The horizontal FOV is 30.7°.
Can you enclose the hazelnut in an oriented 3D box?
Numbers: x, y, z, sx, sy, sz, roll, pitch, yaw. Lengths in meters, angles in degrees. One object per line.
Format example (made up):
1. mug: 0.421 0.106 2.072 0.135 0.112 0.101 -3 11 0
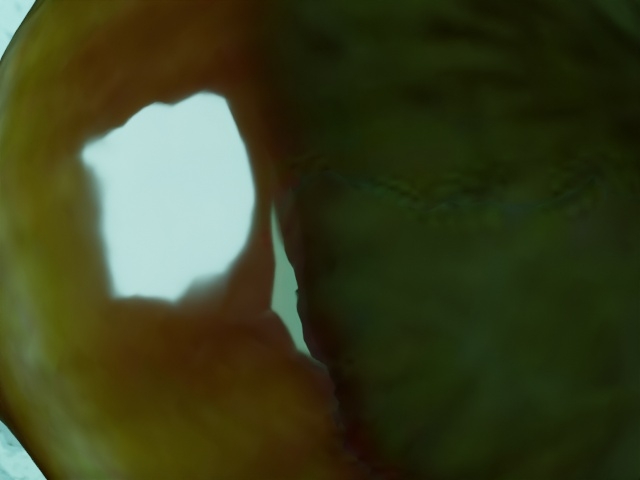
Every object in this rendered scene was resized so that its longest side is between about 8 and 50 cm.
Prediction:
1. hazelnut: 0.006 -0.002 0.502 0.365 0.366 0.366 8 117 17
